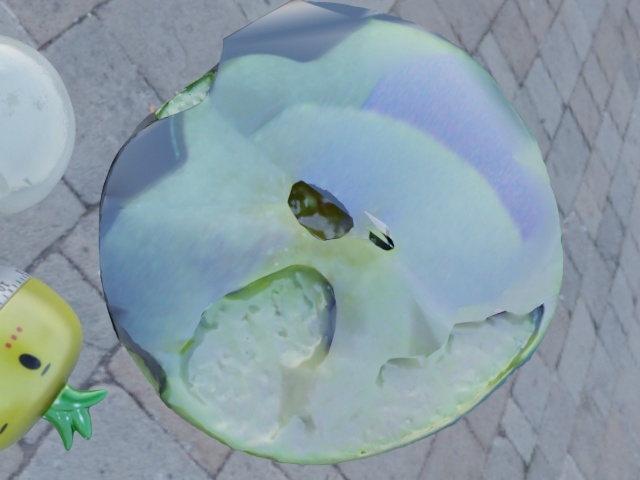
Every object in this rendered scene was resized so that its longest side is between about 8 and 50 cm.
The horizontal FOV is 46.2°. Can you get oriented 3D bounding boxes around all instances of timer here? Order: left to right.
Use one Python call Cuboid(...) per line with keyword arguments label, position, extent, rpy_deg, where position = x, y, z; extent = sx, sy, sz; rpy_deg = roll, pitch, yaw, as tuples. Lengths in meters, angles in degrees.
Cuboid(label="timer", position=(-0.432, 0.196, 1.071), extent=(0.285, 0.285, 0.285), rpy_deg=(15, 69, -44))

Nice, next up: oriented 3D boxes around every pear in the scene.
Cuboid(label="pear", position=(0.002, 0.004, 0.693), extent=(0.399, 0.165, 0.398), rpy_deg=(2, 77, -11))

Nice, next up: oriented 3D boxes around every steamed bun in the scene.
Cuboid(label="steamed bun", position=(-0.579, -0.201, 1.327), extent=(0.324, 0.207, 0.324), rpy_deg=(-32, 129, -50))

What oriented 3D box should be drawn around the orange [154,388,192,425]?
Cuboid(label="orange", position=(-0.116, 0.146, 0.853), extent=(0.134, 0.155, 0.154), rpy_deg=(-49, 118, -14))
